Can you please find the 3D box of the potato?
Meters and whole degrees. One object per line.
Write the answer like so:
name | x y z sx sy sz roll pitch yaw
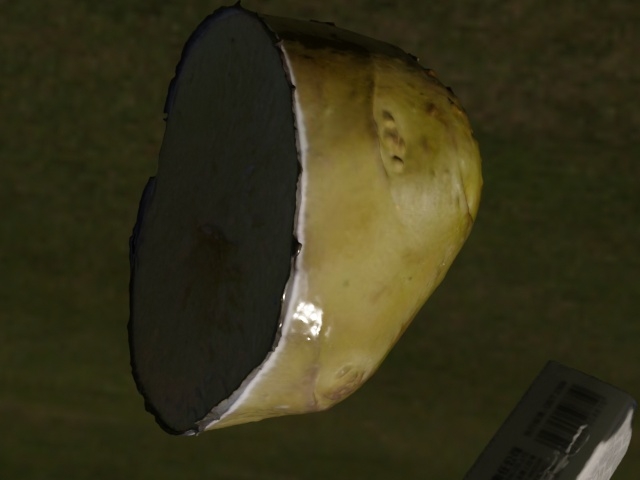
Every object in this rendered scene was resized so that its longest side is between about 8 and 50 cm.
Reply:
potato | 0.000 0.000 1.378 0.196 0.299 0.246 8 -166 -30

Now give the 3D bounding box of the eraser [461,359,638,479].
eraser | 0.142 0.284 1.728 0.098 0.404 0.096 25 145 23
